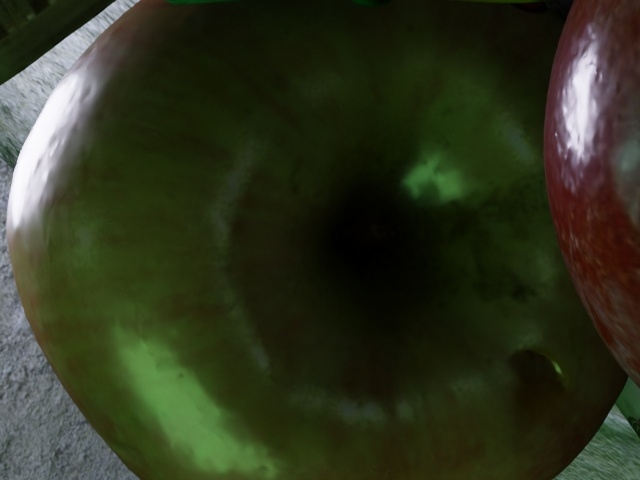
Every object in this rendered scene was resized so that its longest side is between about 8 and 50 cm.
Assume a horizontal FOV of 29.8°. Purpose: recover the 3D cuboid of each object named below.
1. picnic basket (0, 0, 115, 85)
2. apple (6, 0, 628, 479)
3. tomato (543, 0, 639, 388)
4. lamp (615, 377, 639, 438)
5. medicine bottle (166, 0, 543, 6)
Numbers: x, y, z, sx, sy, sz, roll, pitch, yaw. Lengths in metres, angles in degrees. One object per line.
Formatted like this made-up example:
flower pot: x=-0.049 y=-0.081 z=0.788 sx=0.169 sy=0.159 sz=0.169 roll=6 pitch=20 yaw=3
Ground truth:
picnic basket: x=-0.108 y=-0.225 z=0.523 sx=0.175 sy=0.313 sz=0.228 roll=56 pitch=160 yaw=-24
apple: x=0.000 y=0.000 z=0.778 sx=0.391 sy=0.391 sz=0.346 roll=40 pitch=170 yaw=-7
tomato: x=0.209 y=-0.042 z=0.418 sx=0.270 sy=0.270 sz=0.227 roll=44 pitch=-164 yaw=-21
lamp: x=0.309 y=0.132 z=0.929 sx=0.214 sy=0.121 sz=0.121 roll=42 pitch=170 yaw=38
medicine bottle: x=0.055 y=-0.150 z=0.562 sx=0.309 sy=0.076 sz=0.111 roll=-2 pitch=151 yaw=23
